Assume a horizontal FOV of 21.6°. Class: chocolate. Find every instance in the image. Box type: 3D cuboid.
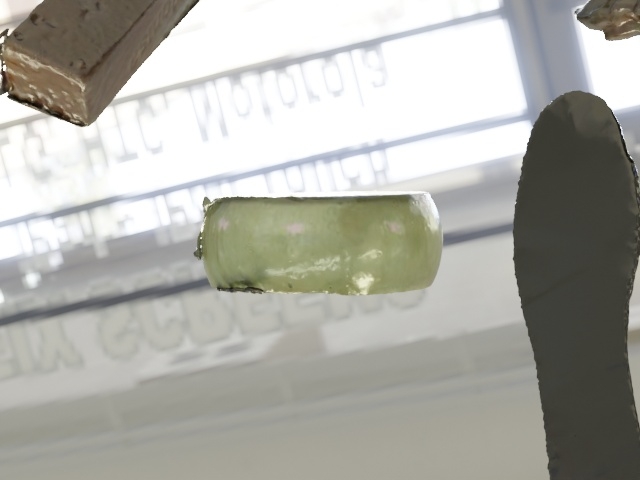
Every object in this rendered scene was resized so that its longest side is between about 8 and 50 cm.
[{"bbox_3d":[-0.224,-0.260,1.875,0.112,0.112,0.321,30,-121,13],"label":"chocolate"}]

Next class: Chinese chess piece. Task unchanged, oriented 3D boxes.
[{"bbox_3d":[0.000,0.000,1.572,0.237,0.092,0.238,0,-176,0],"label":"Chinese chess piece"}]

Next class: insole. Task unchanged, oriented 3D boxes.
[{"bbox_3d":[0.195,0.060,1.229,0.009,0.348,0.119,7,164,-44],"label":"insole"}]

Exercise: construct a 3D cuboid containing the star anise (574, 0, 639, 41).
[{"bbox_3d":[0.344,-0.229,1.323,0.331,0.332,0.117,-11,-141,18],"label":"star anise"}]
